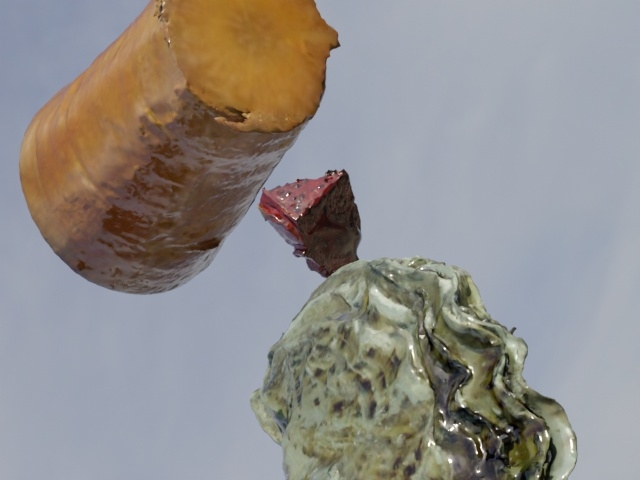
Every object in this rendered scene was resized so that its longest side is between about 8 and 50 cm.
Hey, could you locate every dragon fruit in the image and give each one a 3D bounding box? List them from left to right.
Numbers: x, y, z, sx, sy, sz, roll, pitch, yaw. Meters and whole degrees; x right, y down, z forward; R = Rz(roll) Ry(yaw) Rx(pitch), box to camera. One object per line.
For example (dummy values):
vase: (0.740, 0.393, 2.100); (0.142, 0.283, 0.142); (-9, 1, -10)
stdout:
dragon fruit: (0.001, 0.001, 1.632); (0.097, 0.063, 0.131); (-21, -52, -5)

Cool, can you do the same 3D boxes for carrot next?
carrot: (-0.091, -0.087, 1.225); (0.254, 0.196, 0.196); (-34, 14, 52)

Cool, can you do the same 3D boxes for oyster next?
oyster: (0.029, 0.067, 0.609); (0.064, 0.177, 0.125); (25, -77, -33)
